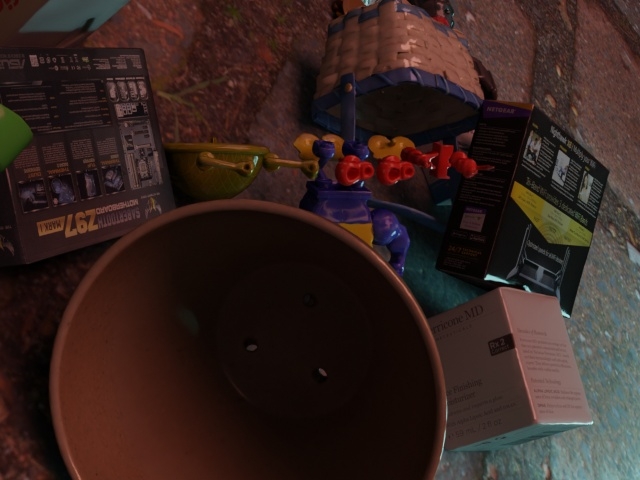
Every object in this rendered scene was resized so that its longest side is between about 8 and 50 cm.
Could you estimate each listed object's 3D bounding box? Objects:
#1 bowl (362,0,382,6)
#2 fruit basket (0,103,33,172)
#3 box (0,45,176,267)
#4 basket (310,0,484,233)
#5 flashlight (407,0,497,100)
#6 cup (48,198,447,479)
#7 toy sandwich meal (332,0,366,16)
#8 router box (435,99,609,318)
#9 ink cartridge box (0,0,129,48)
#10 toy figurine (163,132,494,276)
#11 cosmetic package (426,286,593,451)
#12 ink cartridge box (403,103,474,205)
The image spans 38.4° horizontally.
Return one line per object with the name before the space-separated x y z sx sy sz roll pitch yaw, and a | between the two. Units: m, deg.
bowl | 0.081 -0.479 1.525 0.170 0.080 0.170 29 48 -37
fruit basket | -0.397 -0.160 0.641 0.392 0.283 0.392 7 79 -40
box | -0.234 -0.085 0.856 0.233 0.059 0.183 -25 105 -62
basket | 0.116 -0.166 1.271 0.255 0.201 0.289 18 61 -46
flashlight | 0.201 -0.314 1.492 0.103 0.103 0.304 32 33 -35
cup | -0.046 0.118 0.853 0.331 0.331 0.237 61 12 -1
toy sandwich meal | 0.052 -0.352 1.456 0.085 0.029 0.085 29 49 -41
router box | 0.301 -0.035 1.323 0.309 0.081 0.243 23 83 -51
ink cartridge box | -0.318 -0.310 0.842 0.289 0.211 0.121 59 36 -3
toy figurine | 0.000 0.000 1.036 0.362 0.191 0.217 -2 106 -24
cosmetic package | 0.248 0.179 1.250 0.151 0.151 0.183 11 59 -45
ink cartridge box | 0.206 -0.150 1.481 0.104 0.060 0.180 -5 72 -50
